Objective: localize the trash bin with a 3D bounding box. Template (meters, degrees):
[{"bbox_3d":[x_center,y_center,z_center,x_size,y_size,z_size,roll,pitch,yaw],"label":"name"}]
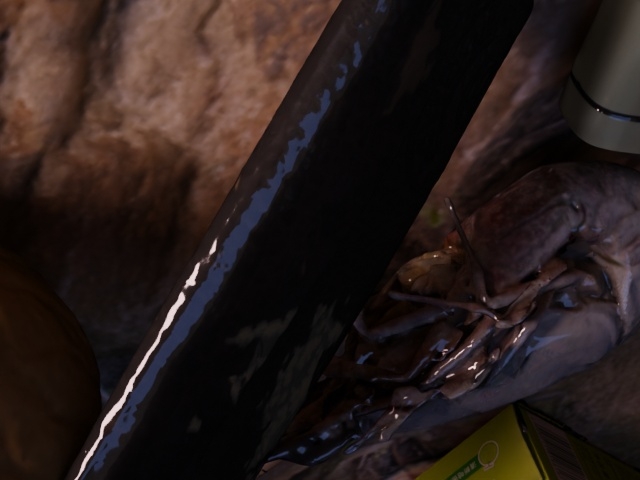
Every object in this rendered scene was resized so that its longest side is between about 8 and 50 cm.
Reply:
[{"bbox_3d":[0.206,-0.114,0.739,0.116,0.059,0.130,2,130,-20],"label":"trash bin"}]

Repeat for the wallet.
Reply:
[{"bbox_3d":[0.000,0.000,0.670,0.321,0.044,0.170,-60,157,8],"label":"wallet"}]

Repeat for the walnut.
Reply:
[{"bbox_3d":[-0.222,0.080,0.673,0.227,0.228,0.228,-9,134,-10],"label":"walnut"}]

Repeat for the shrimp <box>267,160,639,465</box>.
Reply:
[{"bbox_3d":[0.059,0.057,0.811,0.343,0.116,0.145,-28,134,-1],"label":"shrimp"}]

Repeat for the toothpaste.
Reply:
[{"bbox_3d":[0.217,0.232,1.052,0.110,0.077,0.327,-43,130,21],"label":"toothpaste"}]

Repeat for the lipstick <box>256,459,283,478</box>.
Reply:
[{"bbox_3d":[-0.041,0.153,0.933,0.094,0.019,0.019,-36,132,16],"label":"lipstick"}]
